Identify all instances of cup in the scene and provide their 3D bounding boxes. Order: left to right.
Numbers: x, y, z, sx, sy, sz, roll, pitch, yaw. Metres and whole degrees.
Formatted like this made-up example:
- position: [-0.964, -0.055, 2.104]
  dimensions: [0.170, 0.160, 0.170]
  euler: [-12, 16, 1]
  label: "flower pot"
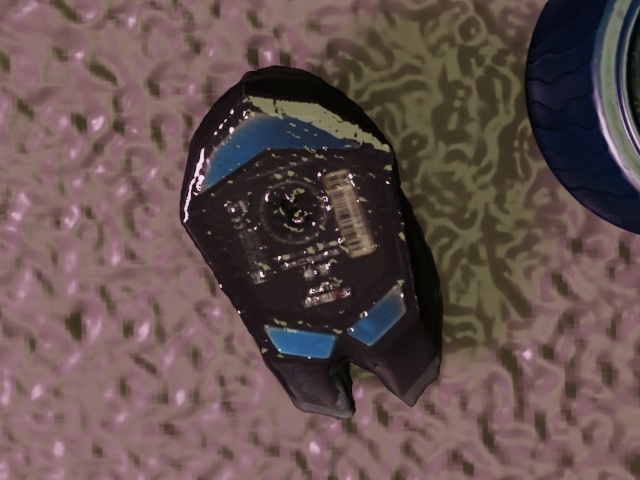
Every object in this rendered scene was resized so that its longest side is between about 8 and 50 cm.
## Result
- position: [0.134, -0.070, 0.551]
  dimensions: [0.114, 0.138, 0.150]
  euler: [10, 94, 0]
  label: "cup"

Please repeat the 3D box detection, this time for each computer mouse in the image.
- position: [0.000, 0.000, 0.604]
  dimensions: [0.079, 0.047, 0.135]
  euler: [-17, 105, 13]
  label: "computer mouse"
